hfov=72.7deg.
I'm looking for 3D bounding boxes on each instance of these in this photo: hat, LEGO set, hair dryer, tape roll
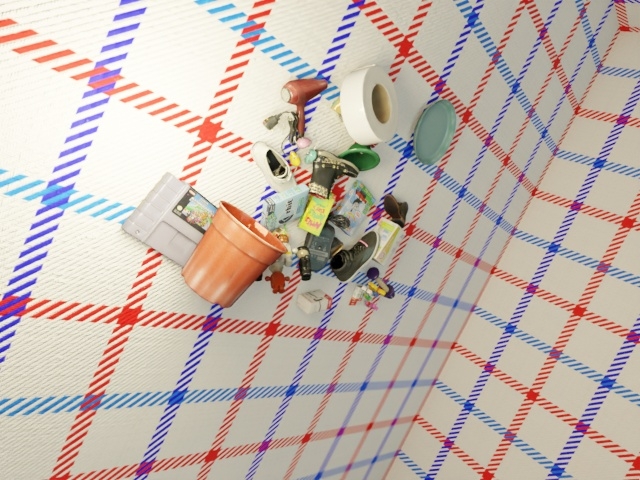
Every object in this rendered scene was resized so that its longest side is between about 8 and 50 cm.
[{"bbox_3d":[0.166,-0.405,1.817,0.208,0.172,0.184,36,52,-59],"label":"hat"},{"bbox_3d":[0.287,0.287,2.273,0.087,0.093,0.227,-54,152,-19],"label":"LEGO set"},{"bbox_3d":[-0.081,-0.466,1.544,0.293,0.080,0.223,-51,154,-1],"label":"hair dryer"},{"bbox_3d":[0.192,-0.513,1.664,0.286,0.100,0.286,2,87,-52],"label":"tape roll"}]

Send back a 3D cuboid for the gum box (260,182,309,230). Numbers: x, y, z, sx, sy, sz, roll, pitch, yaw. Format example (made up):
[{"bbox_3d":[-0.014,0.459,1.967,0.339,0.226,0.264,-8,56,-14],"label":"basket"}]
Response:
[{"bbox_3d":[-0.137,-0.123,1.649,0.184,0.041,0.157,-28,154,-30],"label":"gum box"}]

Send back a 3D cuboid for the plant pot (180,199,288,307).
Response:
[{"bbox_3d":[-0.293,0.056,1.415,0.265,0.272,0.272,-51,139,4],"label":"plant pot"}]

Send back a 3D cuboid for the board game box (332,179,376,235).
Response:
[{"bbox_3d":[0.148,-0.143,1.959,0.212,0.039,0.160,-54,138,-4],"label":"board game box"}]

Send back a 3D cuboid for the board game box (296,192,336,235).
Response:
[{"bbox_3d":[-0.016,-0.120,1.770,0.092,0.043,0.181,24,90,-20],"label":"board game box"}]

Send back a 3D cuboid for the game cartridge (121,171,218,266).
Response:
[{"bbox_3d":[-0.436,-0.039,1.437,0.230,0.068,0.355,-50,138,-4],"label":"game cartridge"}]

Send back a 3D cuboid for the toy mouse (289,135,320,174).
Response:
[{"bbox_3d":[-0.050,-0.330,1.612,0.143,0.031,0.161,-31,139,-17],"label":"toy mouse"}]

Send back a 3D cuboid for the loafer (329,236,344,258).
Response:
[{"bbox_3d":[0.034,0.058,1.946,0.170,0.061,0.062,-48,138,-11],"label":"loafer"}]

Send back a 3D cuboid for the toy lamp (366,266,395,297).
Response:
[{"bbox_3d":[0.330,0.235,2.331,0.080,0.080,0.275,-51,136,-10],"label":"toy lamp"}]

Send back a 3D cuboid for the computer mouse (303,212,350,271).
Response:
[{"bbox_3d":[0.000,0.000,1.864,0.188,0.072,0.272,20,94,-25],"label":"computer mouse"}]

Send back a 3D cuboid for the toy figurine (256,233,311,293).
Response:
[{"bbox_3d":[-0.154,0.084,1.676,0.213,0.148,0.209,-29,139,22],"label":"toy figurine"}]

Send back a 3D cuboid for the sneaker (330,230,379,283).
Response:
[{"bbox_3d":[0.160,0.059,2.035,0.296,0.104,0.147,-52,143,-2],"label":"sneaker"}]

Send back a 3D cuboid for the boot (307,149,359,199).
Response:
[{"bbox_3d":[0.047,-0.242,1.732,0.236,0.085,0.179,19,81,-40],"label":"boot"}]

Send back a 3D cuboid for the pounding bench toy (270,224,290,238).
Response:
[{"bbox_3d":[-0.151,-0.033,1.711,0.083,0.065,0.052,-55,138,-5],"label":"pounding bench toy"}]

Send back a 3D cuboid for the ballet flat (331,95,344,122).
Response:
[{"bbox_3d":[0.119,-0.482,1.725,0.073,0.080,0.232,-36,138,16],"label":"ballet flat"}]

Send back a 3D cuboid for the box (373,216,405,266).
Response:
[{"bbox_3d":[0.308,0.007,2.146,0.203,0.114,0.103,-55,138,-3],"label":"box"}]

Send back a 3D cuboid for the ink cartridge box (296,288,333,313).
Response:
[{"bbox_3d":[-0.027,0.278,1.986,0.135,0.099,0.056,-7,118,-42],"label":"ink cartridge box"}]

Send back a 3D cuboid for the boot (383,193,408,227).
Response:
[{"bbox_3d":[0.377,-0.172,2.160,0.106,0.082,0.219,-61,139,-32],"label":"boot"}]

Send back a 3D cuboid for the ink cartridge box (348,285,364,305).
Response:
[{"bbox_3d":[0.193,0.292,2.262,0.062,0.029,0.115,9,106,-47],"label":"ink cartridge box"}]

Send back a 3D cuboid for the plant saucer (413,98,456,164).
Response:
[{"bbox_3d":[0.551,-0.529,2.127,0.317,0.043,0.318,-24,128,-34],"label":"plant saucer"}]

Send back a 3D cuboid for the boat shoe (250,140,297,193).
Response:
[{"bbox_3d":[-0.147,-0.249,1.571,0.096,0.088,0.267,-47,138,-14],"label":"boat shoe"}]
